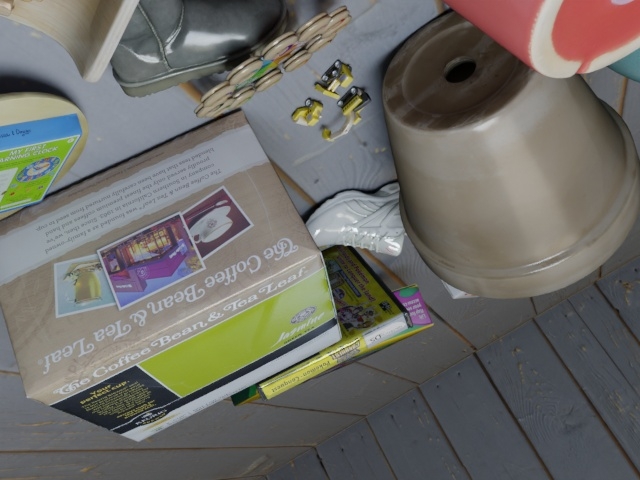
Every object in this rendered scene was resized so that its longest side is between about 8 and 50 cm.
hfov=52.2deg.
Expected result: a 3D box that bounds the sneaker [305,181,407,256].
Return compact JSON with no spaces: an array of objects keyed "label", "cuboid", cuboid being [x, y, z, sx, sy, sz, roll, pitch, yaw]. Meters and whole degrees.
[{"label":"sneaker","cuboid":[0.082,-0.021,1.056,0.232,0.115,0.090,-18,153,-23]}]

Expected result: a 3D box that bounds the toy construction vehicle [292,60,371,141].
[{"label":"toy construction vehicle","cuboid":[0.020,-0.166,0.809,0.098,0.035,0.086,-41,153,25]}]

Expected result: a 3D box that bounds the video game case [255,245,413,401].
[{"label":"video game case","cuboid":[-0.017,0.115,1.065,0.248,0.275,0.035,-26,120,-7]}]

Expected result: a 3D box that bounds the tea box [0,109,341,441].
[{"label":"tea box","cuboid":[-0.172,0.065,0.831,0.329,0.220,0.323,-26,156,-7]}]

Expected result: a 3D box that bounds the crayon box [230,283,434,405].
[{"label":"crayon box","cuboid":[0.005,0.224,1.388,0.363,0.106,0.313,-15,164,-29]}]

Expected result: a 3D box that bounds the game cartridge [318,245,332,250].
[{"label":"game cartridge","cuboid":[0.000,0.000,1.132,0.083,0.017,0.056,-23,151,-13]}]

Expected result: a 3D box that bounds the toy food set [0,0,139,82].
[{"label":"toy food set","cuboid":[-0.227,-0.211,0.330,0.306,0.092,0.220,13,134,-34]}]

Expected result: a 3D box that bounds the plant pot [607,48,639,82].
[{"label":"plant pot","cuboid":[0.498,-0.310,0.847,0.293,0.196,0.293,-24,155,-12]}]

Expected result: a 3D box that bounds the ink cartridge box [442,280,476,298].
[{"label":"ink cartridge box","cuboid":[0.342,0.002,1.312,0.233,0.168,0.171,3,142,-48]}]

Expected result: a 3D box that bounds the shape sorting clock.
[{"label":"shape sorting clock","cuboid":[-0.313,-0.068,0.609,0.206,0.040,0.206,-33,174,-4]}]

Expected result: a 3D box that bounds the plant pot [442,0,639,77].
[{"label":"plant pot","cuboid":[0.181,-0.281,0.513,0.275,0.243,0.275,-23,156,-11]}]

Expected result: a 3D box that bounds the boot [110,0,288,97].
[{"label":"boot","cuboid":[-0.129,-0.220,0.526,0.190,0.076,0.208,-28,149,-7]}]

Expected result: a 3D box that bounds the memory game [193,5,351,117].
[{"label":"memory game","cuboid":[-0.046,-0.173,0.648,0.186,0.012,0.186,-33,-174,4]}]

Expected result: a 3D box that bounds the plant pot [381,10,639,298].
[{"label":"plant pot","cuboid":[0.215,-0.127,0.827,0.323,0.323,0.280,-34,138,10]}]
